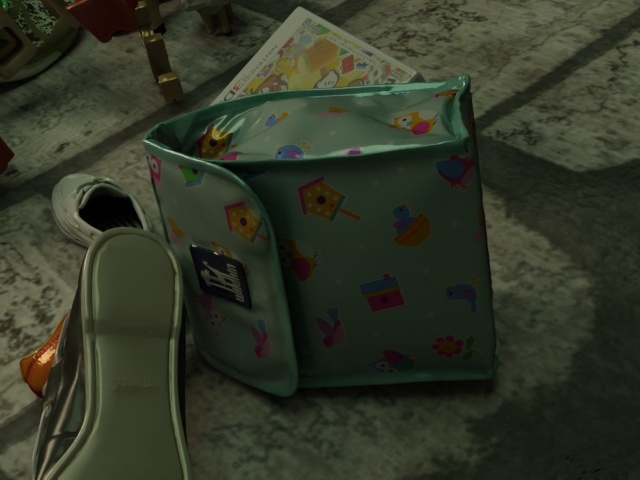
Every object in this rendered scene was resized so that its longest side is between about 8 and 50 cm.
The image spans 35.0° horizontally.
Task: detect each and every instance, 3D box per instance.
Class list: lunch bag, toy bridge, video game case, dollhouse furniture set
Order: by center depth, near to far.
[{"bbox_3d":[0.000,0.000,0.807,0.262,0.223,0.160,-5,32,10],"label":"lunch bag"},{"bbox_3d":[-0.027,-0.135,1.072,0.206,0.026,0.227,-49,45,-1],"label":"video game case"},{"bbox_3d":[-0.376,-0.229,1.163,0.374,0.152,0.201,-46,46,-10],"label":"dollhouse furniture set"},{"bbox_3d":[-0.204,-0.229,1.275,0.026,0.063,0.188,-19,47,-9],"label":"toy bridge"}]

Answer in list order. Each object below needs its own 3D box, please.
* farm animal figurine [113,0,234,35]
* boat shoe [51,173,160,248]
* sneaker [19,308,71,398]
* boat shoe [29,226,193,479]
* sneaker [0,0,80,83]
[{"bbox_3d":[-0.246,-0.424,1.445,0.330,0.172,0.327,-1,39,14],"label":"farm animal figurine"},{"bbox_3d":[-0.211,-0.029,1.017,0.083,0.076,0.226,-31,42,-24],"label":"boat shoe"},{"bbox_3d":[-0.191,0.069,0.898,0.067,0.064,0.175,27,52,34],"label":"sneaker"},{"bbox_3d":[-0.155,0.151,0.755,0.112,0.095,0.335,11,57,-16],"label":"boat shoe"},{"bbox_3d":[-0.471,-0.303,1.287,0.158,0.182,0.410,40,40,25],"label":"sneaker"}]
